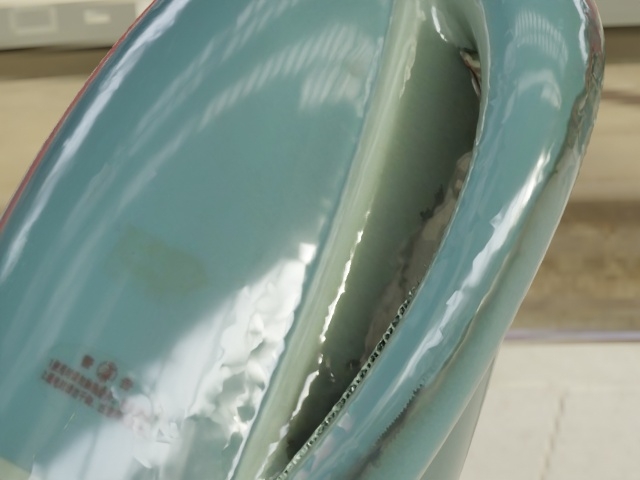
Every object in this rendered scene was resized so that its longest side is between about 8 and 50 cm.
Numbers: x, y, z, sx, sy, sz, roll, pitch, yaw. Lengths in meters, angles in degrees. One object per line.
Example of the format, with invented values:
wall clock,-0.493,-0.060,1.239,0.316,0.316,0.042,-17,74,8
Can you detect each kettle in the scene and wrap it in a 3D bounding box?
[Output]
kettle,0.000,0.000,0.825,0.247,0.342,0.319,26,-3,-29
